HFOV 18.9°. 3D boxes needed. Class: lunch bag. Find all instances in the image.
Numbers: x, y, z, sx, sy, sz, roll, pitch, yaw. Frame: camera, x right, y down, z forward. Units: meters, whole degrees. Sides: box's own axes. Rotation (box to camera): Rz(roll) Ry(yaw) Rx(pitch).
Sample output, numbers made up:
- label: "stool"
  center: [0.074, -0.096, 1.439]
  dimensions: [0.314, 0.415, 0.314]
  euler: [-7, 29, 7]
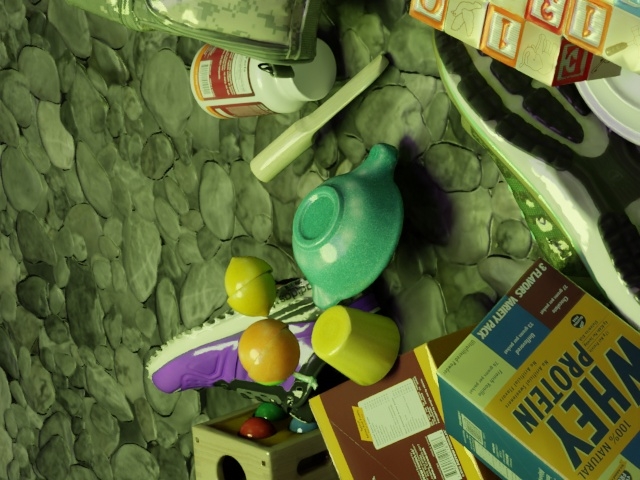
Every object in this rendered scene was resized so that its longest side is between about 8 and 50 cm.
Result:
- label: "lunch bag"
  center: [-0.084, -0.333, 1.843]
  dimensions: [0.256, 0.212, 0.305]
  euler: [22, 107, 29]

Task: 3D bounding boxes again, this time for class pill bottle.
- label: "pill bottle"
  center: [-0.057, -0.171, 1.970]
  dimensions: [0.152, 0.086, 0.086]
  euler: [0, 102, 48]

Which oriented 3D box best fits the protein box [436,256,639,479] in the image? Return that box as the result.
- label: "protein box"
  center: [0.220, 0.153, 1.632]
  dimensions: [0.201, 0.136, 0.200]
  euler: [39, 168, 18]

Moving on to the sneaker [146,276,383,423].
- label: "sneaker"
  center: [-0.052, 0.133, 2.016]
  dimensions: [0.293, 0.102, 0.146]
  euler: [-25, 90, 32]

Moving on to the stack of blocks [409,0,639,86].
- label: "stack of blocks"
  center: [0.215, -0.213, 1.531]
  dimensions: [0.297, 0.087, 0.171]
  euler: [32, 123, 40]

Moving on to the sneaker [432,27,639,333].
- label: "sneaker"
  center: [0.212, -0.037, 1.685]
  dimensions: [0.410, 0.158, 0.182]
  euler: [59, 154, 23]

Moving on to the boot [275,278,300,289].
- label: "boot"
  center: [-0.050, 0.100, 2.092]
  dimensions: [0.106, 0.037, 0.114]
  euler: [-1, 106, 46]

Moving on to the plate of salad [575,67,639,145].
- label: "plate of salad"
  center: [0.298, -0.173, 1.586]
  dimensions: [0.200, 0.048, 0.199]
  euler: [4, 99, 30]

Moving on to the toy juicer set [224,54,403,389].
- label: "toy juicer set"
  center: [0.000, 0.000, 1.903]
  dimensions: [0.209, 0.089, 0.329]
  euler: [-20, 55, 42]

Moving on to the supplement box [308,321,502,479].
- label: "supplement box"
  center: [0.123, 0.198, 1.856]
  dimensions: [0.194, 0.129, 0.191]
  euler: [-30, 80, 49]

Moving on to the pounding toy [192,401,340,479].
- label: "pounding toy"
  center: [-0.041, 0.239, 2.014]
  dimensions: [0.206, 0.181, 0.094]
  euler: [12, 111, 46]
